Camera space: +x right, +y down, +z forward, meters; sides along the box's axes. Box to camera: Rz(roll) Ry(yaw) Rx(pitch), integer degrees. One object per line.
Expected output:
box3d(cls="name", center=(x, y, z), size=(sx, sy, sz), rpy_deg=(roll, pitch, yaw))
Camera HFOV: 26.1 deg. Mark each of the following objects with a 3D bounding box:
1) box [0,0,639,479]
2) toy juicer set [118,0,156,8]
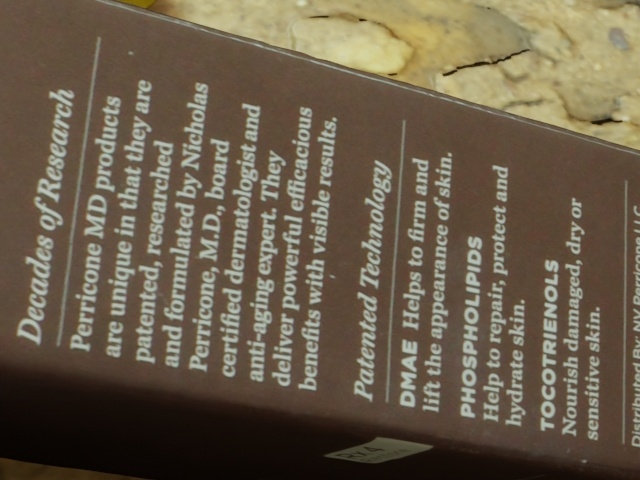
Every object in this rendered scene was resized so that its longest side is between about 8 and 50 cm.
box3d(cls="box", center=(-0.030, 0.022, 0.541), size=(0.381, 0.191, 0.143), rpy_deg=(14, 70, -23))
box3d(cls="toy juicer set", center=(-0.177, -0.122, 0.742), size=(0.209, 0.089, 0.329), rpy_deg=(2, 48, -32))
